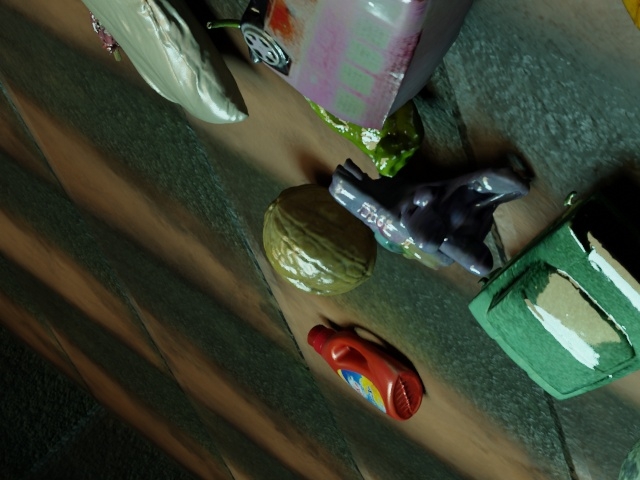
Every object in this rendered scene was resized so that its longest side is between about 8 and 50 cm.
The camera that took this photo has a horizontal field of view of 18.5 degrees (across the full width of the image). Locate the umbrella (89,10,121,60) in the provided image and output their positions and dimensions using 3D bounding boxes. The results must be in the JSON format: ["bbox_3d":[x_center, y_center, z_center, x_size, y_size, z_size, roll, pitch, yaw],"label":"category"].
[{"bbox_3d":[-0.230,-0.238,2.059,0.165,0.025,0.027,76,167,-56],"label":"umbrella"}]

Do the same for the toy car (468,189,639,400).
[{"bbox_3d":[0.203,0.055,1.598,0.141,0.097,0.321,45,163,2],"label":"toy car"}]

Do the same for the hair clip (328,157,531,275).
[{"bbox_3d":[0.078,-0.026,1.695,0.137,0.090,0.278,29,170,-21],"label":"hair clip"}]

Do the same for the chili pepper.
[{"bbox_3d":[0.009,-0.141,1.647,0.204,0.072,0.073,45,-155,14],"label":"chili pepper"}]

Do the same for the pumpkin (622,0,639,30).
[{"bbox_3d":[0.176,-0.211,1.027,0.183,0.107,0.119,57,153,-13],"label":"pumpkin"}]

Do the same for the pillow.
[{"bbox_3d":[-0.179,-0.228,1.887,0.270,0.067,0.173,54,166,-25],"label":"pillow"}]

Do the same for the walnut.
[{"bbox_3d":[0.000,0.000,1.952,0.124,0.105,0.105,33,166,-13],"label":"walnut"}]

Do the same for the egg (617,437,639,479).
[{"bbox_3d":[0.321,0.208,1.624,0.132,0.132,0.172,49,152,-13],"label":"egg"}]

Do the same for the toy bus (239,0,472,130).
[{"bbox_3d":[0.031,-0.186,1.387,0.147,0.127,0.303,39,163,8],"label":"toy bus"}]

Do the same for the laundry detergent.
[{"bbox_3d":[0.043,0.139,2.254,0.165,0.049,0.097,32,152,39],"label":"laundry detergent"}]
